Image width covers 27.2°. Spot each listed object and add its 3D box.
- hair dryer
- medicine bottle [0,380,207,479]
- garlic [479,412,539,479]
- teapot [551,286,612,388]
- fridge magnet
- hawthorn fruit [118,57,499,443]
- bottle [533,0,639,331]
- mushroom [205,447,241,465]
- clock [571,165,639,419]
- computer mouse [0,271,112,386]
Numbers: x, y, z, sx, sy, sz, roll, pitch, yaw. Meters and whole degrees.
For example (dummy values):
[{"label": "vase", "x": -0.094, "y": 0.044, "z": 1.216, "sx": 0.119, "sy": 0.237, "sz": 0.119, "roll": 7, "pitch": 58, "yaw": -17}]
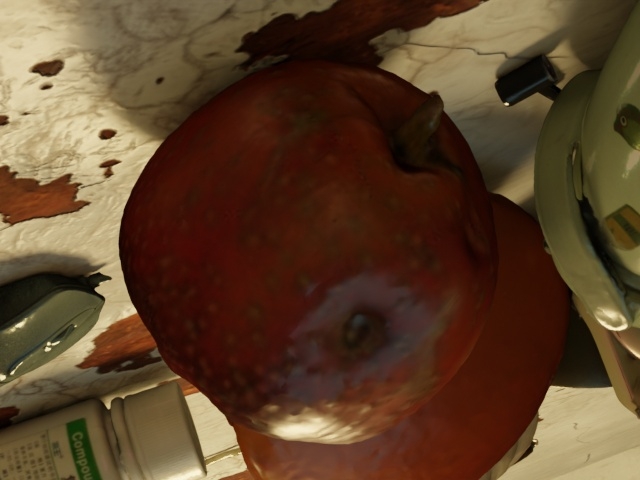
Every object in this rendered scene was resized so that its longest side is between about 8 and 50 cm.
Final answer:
[{"label": "hair dryer", "x": 0.180, "y": -0.128, "z": 1.095, "sx": 0.047, "sy": 0.026, "sz": 0.083, "roll": -27, "pitch": 165, "yaw": 25}, {"label": "medicine bottle", "x": -0.254, "y": 0.247, "z": 1.476, "sx": 0.237, "sy": 0.139, "sz": 0.139, "roll": -17, "pitch": 159, "yaw": -4}, {"label": "garlic", "x": 0.113, "y": 0.244, "z": 1.648, "sx": 0.322, "sy": 0.241, "sz": 0.322, "roll": -33, "pitch": 163, "yaw": -12}, {"label": "teapot", "x": 0.287, "y": 0.053, "z": 1.431, "sx": 0.267, "sy": 0.175, "sz": 0.185, "roll": -4, "pitch": -167, "yaw": -13}, {"label": "fridge magnet", "x": 0.079, "y": 0.111, "z": 1.265, "sx": 0.363, "sy": 0.155, "sz": 0.363, "roll": -13, "pitch": 121, "yaw": -23}, {"label": "hawthorn fruit", "x": 0.000, "y": 0.000, "z": 0.931, "sx": 0.275, "sy": 0.275, "sz": 0.300, "roll": 1, "pitch": 141, "yaw": -43}, {"label": "bottle", "x": 0.288, "y": -0.062, "z": 1.061, "sx": 0.229, "sy": 0.229, "sz": 0.352, "roll": -12, "pitch": 152, "yaw": -19}, {"label": "mushroom", "x": -0.108, "y": 0.297, "z": 1.892, "sx": 0.286, "sy": 0.028, "sz": 0.026, "roll": -20, "pitch": 117, "yaw": -1}, {"label": "clock", "x": 0.399, "y": 0.010, "z": 1.293, "sx": 0.309, "sy": 0.284, "sz": 0.114, "roll": -25, "pitch": -169, "yaw": -7}, {"label": "computer mouse", "x": -0.284, "y": 0.094, "z": 1.166, "sx": 0.229, "sy": 0.068, "sz": 0.113, "roll": -20, "pitch": 161, "yaw": 2}]
